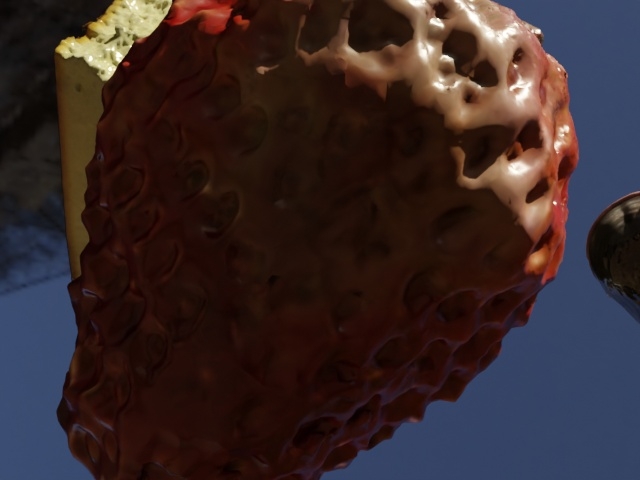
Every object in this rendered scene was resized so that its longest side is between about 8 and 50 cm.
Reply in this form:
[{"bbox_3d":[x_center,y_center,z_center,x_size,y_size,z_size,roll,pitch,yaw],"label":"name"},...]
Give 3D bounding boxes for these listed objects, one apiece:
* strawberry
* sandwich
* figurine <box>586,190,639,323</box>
[{"bbox_3d":[0.000,0.000,0.856,0.336,0.265,0.149,-58,-165,-10],"label":"strawberry"},{"bbox_3d":[-0.123,-0.068,1.191,0.108,0.186,0.220,13,-116,25],"label":"sandwich"},{"bbox_3d":[0.186,0.022,0.829,0.072,0.129,0.054,-24,-140,26],"label":"figurine"}]
